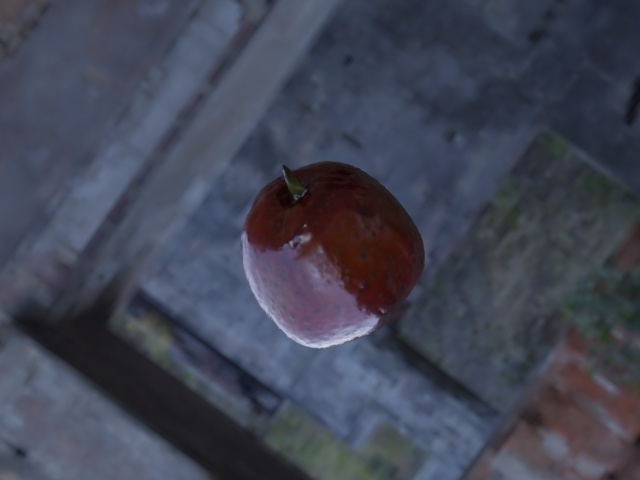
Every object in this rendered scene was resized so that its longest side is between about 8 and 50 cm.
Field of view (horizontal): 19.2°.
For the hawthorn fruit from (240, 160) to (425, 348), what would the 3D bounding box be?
[{"bbox_3d":[0.000,0.000,1.832,0.200,0.179,0.179,57,174,-31],"label":"hawthorn fruit"}]
